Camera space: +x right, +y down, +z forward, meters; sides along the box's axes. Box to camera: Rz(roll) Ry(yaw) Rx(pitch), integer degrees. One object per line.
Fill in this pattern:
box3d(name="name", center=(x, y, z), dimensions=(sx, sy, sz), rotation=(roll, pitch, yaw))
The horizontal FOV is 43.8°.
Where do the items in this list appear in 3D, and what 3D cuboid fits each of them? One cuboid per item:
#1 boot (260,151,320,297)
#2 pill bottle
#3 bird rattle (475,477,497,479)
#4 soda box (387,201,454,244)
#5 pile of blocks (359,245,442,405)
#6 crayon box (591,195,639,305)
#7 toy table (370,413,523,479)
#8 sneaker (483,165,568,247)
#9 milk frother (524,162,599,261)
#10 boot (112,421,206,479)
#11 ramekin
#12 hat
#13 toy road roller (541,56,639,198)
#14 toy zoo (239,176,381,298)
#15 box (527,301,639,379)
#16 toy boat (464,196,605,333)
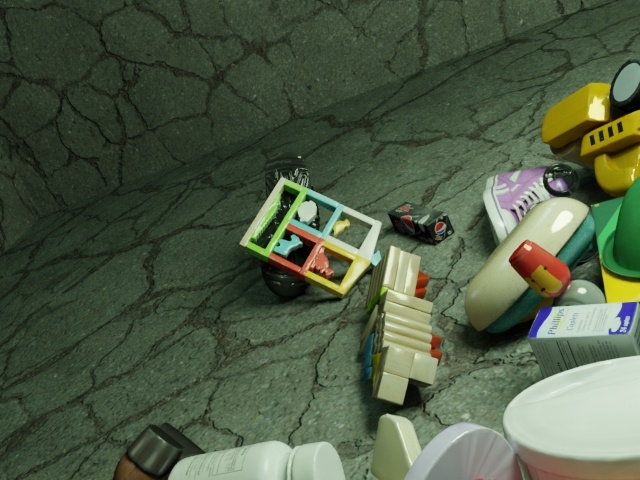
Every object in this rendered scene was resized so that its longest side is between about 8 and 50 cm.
box3d(name="boot", center=(-0.066, -0.016, 1.890), dimensions=(0.131, 0.348, 0.260), rotation=(2, -16, 0))
box3d(name="pill bottle", center=(-0.088, 0.351, 1.111), dimensions=(0.229, 0.131, 0.131), rotation=(-16, 23, 21))
box3d(name="bird rattle", center=(0.261, 0.293, 0.717), dimensions=(0.143, 0.253, 0.207), rotation=(-40, -7, -45))
box3d(name="soda box", center=(0.220, -0.040, 1.769), dimensions=(0.060, 0.053, 0.169), rotation=(-32, 22, -17))
box3d(name="pile of blocks", center=(0.143, 0.164, 1.362), dimensions=(0.112, 0.149, 0.362), rotation=(18, 35, -7))
box3d(name="crayon box", center=(0.606, 0.008, 1.178), dimensions=(0.362, 0.106, 0.313), rotation=(-16, 23, 22))
box3d(name="toy table", center=(0.100, 0.324, 0.857), dimensions=(0.160, 0.252, 0.275), rotation=(1, 66, 58))
box3d(name="sneaker", center=(0.415, -0.081, 1.599), dimensions=(0.160, 0.102, 0.282), rotation=(-13, 24, 20))
box3d(name="milk frother", center=(0.448, -0.054, 1.440), dimensions=(0.129, 0.143, 0.134), rotation=(-26, 22, -13))
box3d(name="boot", center=(-0.292, 0.420, 1.210), dimensions=(0.280, 0.096, 0.264), rotation=(-53, -8, -9))
box3d(name="ramekin", center=(0.342, 0.228, 0.861), dimensions=(0.272, 0.127, 0.273), rotation=(-15, 7, 2))
box3d(name="hat", center=(0.466, -0.079, 1.138), dimensions=(0.172, 0.184, 0.208), rotation=(-8, 29, 40))
box3d(name="toy road roller", center=(0.568, -0.163, 1.478), dimensions=(0.329, 0.202, 0.241), rotation=(151, 134, -67))
box3d(name="toy zoo", center=(0.000, 0.000, 1.707), dimensions=(0.293, 0.030, 0.192), rotation=(26, 65, 11))
box3d(name="box", center=(0.369, 0.154, 1.074), dimensions=(0.137, 0.126, 0.072), rotation=(-8, 30, 36))
box3d(name="toy boat", center=(0.346, 0.058, 1.241), dimensions=(0.267, 0.148, 0.318), rotation=(-50, -4, 7))
